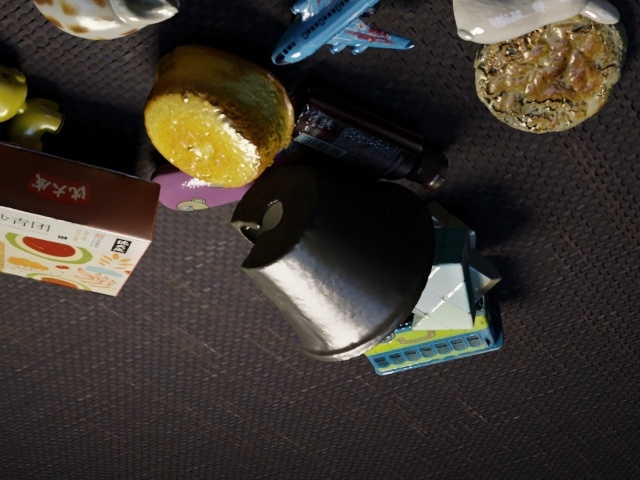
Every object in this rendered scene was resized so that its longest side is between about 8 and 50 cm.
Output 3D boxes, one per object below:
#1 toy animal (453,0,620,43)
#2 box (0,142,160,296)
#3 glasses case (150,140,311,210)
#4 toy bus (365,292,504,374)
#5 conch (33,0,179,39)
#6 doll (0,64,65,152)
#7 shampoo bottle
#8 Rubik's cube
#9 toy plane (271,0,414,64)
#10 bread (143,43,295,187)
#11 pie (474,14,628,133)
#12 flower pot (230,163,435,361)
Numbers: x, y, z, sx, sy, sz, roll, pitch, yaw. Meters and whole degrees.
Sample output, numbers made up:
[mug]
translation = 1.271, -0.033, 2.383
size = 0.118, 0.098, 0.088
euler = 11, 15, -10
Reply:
[toy animal]
translation = 0.343, -0.389, 1.397
size = 0.282, 0.138, 0.140
euler = -14, 136, 19
[box]
translation = -0.519, -0.030, 1.744
size = 0.344, 0.122, 0.385
euler = 14, 157, -18
[glasses case]
translation = -0.173, -0.131, 1.752
size = 0.316, 0.076, 0.123
euler = -15, 143, 14
[toy bus]
translation = 0.239, 0.176, 2.073
size = 0.312, 0.152, 0.190
euler = -16, 137, 18
[conch]
translation = -0.349, -0.396, 1.376
size = 0.275, 0.182, 0.149
euler = 22, 167, -16
[doll]
translation = -0.559, -0.242, 1.582
size = 0.135, 0.143, 0.221
euler = -46, 134, 15
[shampoo bottle]
translation = 0.088, -0.184, 1.691
size = 0.323, 0.084, 0.129
euler = 19, 142, -24
[Rubik's cube]
translation = 0.238, 0.047, 1.885
size = 0.265, 0.213, 0.224
euler = -1, 127, 18
[toy plane]
translation = 0.028, -0.367, 1.450
size = 0.271, 0.105, 0.254
euler = -26, 133, 29
[bread]
translation = -0.182, -0.210, 1.575
size = 0.268, 0.145, 0.268
euler = 17, 142, 14
[pie]
translation = 0.400, -0.299, 1.579
size = 0.274, 0.055, 0.274
euler = 0, 135, 0
[flower pot]
translation = 0.000, 0.000, 1.680
size = 0.379, 0.379, 0.251
euler = -29, 134, 29
